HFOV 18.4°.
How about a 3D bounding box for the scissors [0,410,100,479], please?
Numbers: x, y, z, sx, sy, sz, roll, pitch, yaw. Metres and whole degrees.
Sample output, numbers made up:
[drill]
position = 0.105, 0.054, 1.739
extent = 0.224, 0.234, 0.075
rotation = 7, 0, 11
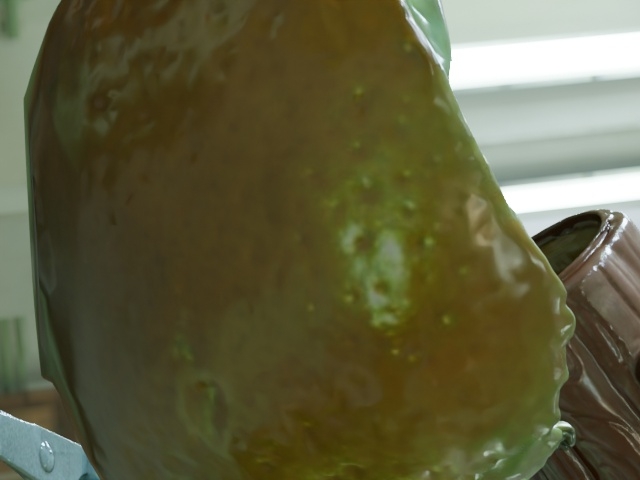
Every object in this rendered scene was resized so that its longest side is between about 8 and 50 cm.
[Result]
[scissors]
position = -0.198, 0.179, 1.533
extent = 0.447, 0.029, 0.192
rotation = 47, 36, -60

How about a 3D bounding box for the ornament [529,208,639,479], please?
[ornament]
position = 0.207, 0.110, 1.482
extent = 0.217, 0.221, 0.235
rotation = 52, 17, -10

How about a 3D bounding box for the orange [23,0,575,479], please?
[orange]
position = -0.009, 0.003, 0.724
extent = 0.334, 0.196, 0.262
rotation = 117, -47, -64
